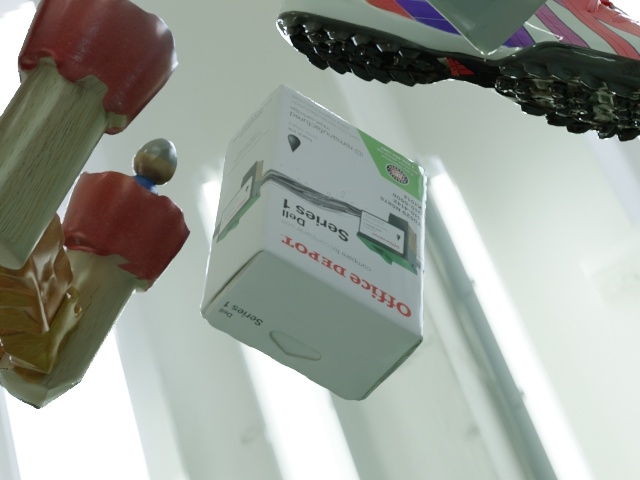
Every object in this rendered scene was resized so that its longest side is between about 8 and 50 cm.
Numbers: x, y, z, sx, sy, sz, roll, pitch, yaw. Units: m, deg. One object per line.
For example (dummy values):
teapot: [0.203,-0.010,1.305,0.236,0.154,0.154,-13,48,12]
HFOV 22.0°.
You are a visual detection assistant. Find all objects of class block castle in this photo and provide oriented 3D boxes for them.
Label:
block castle: [-0.309,-0.107,1.030,0.453,0.212,0.303,23,-26,9]

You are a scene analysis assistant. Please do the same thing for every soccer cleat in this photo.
soccer cleat: [0.130,-0.150,1.090,0.318,0.116,0.108,15,-15,20]

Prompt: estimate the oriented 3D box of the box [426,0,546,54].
box: [-0.070,-0.209,0.501,0.058,0.322,0.232,-47,-35,10]

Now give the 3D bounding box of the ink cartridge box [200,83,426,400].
ink cartridge box: [0.000,0.000,1.342,0.160,0.219,0.092,29,-54,-20]
